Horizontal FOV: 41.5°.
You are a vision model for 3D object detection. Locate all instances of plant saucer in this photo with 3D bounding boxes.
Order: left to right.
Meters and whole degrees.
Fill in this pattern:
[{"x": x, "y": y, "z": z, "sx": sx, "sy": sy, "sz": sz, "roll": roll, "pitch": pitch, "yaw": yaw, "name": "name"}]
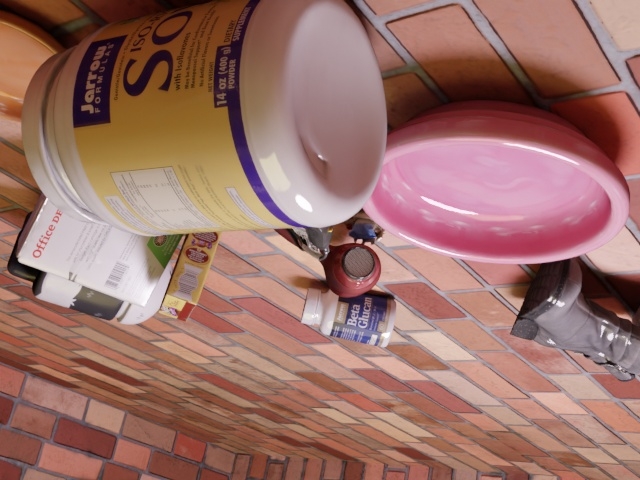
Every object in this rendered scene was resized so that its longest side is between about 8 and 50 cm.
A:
[{"x": -0.387, "y": -0.218, "z": 1.044, "sx": 0.200, "sy": 0.037, "sz": 0.200, "roll": 8, "pitch": 150, "yaw": 5, "name": "plant saucer"}, {"x": 0.211, "y": -0.073, "z": 1.056, "sx": 0.332, "sy": 0.084, "sz": 0.332, "roll": 9, "pitch": 156, "yaw": 4, "name": "plant saucer"}]

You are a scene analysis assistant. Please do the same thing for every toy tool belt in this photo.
[{"x": 0.066, "y": -0.016, "z": 1.292, "sx": 0.083, "sy": 0.051, "sz": 0.052, "roll": -12, "pitch": 147, "yaw": 44, "name": "toy tool belt"}]

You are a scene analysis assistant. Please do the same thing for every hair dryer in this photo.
[{"x": 0.000, "y": 0.000, "z": 1.299, "sx": 0.224, "sy": 0.080, "sz": 0.293, "roll": 34, "pitch": 164, "yaw": 42, "name": "hair dryer"}]

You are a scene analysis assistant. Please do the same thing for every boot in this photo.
[{"x": 0.428, "y": 0.121, "z": 1.306, "sx": 0.223, "sy": 0.118, "sz": 0.338, "roll": 23, "pitch": 171, "yaw": 13, "name": "boot"}]

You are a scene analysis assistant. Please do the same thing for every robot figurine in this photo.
[{"x": -0.404, "y": 0.044, "z": 1.511, "sx": 0.278, "sy": 0.173, "sz": 0.209, "roll": 21, "pitch": 179, "yaw": -20, "name": "robot figurine"}]

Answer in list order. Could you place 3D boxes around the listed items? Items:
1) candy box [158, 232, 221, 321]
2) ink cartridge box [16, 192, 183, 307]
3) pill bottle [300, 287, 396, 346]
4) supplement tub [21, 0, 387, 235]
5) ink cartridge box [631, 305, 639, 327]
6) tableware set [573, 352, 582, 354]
[{"x": -0.198, "y": 0.024, "z": 1.339, "sx": 0.053, "sy": 0.186, "sz": 0.109, "roll": 19, "pitch": 157, "yaw": -10, "name": "candy box"}, {"x": -0.351, "y": -0.010, "z": 1.353, "sx": 0.219, "sy": 0.160, "sz": 0.092, "roll": 25, "pitch": -169, "yaw": -26, "name": "ink cartridge box"}, {"x": 0.052, "y": 0.141, "z": 1.603, "sx": 0.169, "sy": 0.094, "sz": 0.094, "roll": 12, "pitch": 157, "yaw": -2, "name": "pill bottle"}, {"x": -0.123, "y": -0.126, "z": 0.894, "sx": 0.331, "sy": 0.241, "sz": 0.241, "roll": -3, "pitch": 153, "yaw": 29, "name": "supplement tub"}, {"x": 0.618, "y": 0.152, "z": 1.399, "sx": 0.181, "sy": 0.061, "sz": 0.104, "roll": 8, "pitch": 156, "yaw": 11, "name": "ink cartridge box"}, {"x": 0.540, "y": 0.186, "z": 1.571, "sx": 0.104, "sy": 0.024, "sz": 0.154, "roll": 7, "pitch": 155, "yaw": 3, "name": "tableware set"}]
